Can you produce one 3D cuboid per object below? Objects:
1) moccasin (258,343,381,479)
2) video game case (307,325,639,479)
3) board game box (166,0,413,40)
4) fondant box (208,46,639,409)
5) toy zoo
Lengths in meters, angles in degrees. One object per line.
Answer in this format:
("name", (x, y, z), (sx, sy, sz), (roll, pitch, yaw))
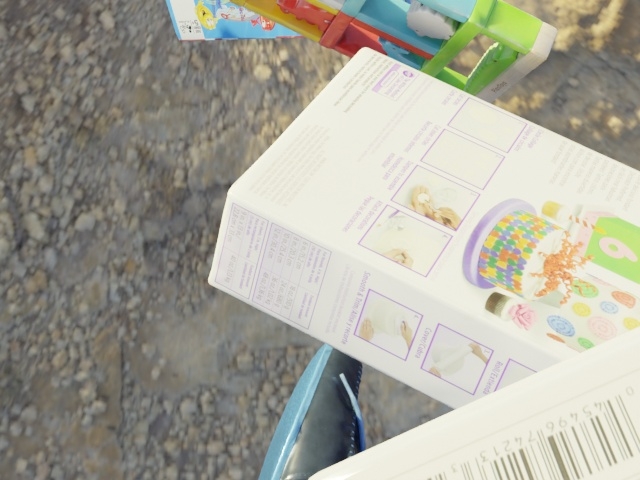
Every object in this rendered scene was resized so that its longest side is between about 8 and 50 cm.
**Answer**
("moccasin", (-0.003, 0.257, 1.207), (0.117, 0.342, 0.138), (21, 145, -6))
("video game case", (0.118, 0.091, 0.250), (0.227, 0.206, 0.026), (-26, 136, 11))
("board game box", (0.027, -0.328, 1.495), (0.302, 0.308, 0.086), (4, 122, 31))
("fondant box", (0.120, 0.008, 0.946), (0.330, 0.238, 0.096), (25, 131, 12))
("toy zoo", (0.031, -0.199, 1.086), (0.293, 0.192, 0.030), (24, 78, -6))
